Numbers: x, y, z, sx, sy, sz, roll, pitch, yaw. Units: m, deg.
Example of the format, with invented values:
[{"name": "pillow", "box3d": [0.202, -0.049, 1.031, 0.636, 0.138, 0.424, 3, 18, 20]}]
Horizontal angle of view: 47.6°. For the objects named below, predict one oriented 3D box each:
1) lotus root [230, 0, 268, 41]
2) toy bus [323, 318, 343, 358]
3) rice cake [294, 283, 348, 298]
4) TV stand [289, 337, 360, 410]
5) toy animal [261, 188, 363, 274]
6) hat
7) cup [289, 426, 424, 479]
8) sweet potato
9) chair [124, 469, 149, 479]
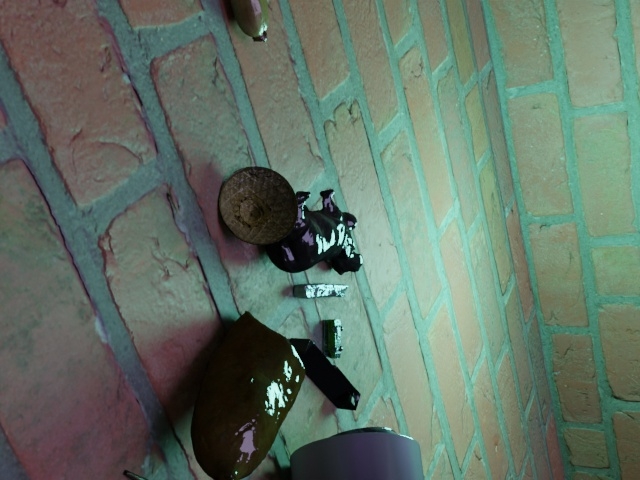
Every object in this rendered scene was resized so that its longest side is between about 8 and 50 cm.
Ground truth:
[{"name": "lotus root", "box3d": [-0.130, -0.428, 1.299, 0.073, 0.062, 0.150, -51, 131, -59]}, {"name": "toy bus", "box3d": [0.026, 0.210, 1.554, 0.031, 0.037, 0.083, 7, 83, -61]}, {"name": "rice cake", "box3d": [0.007, 0.105, 1.522, 0.180, 0.042, 0.030, 5, 86, -59]}, {"name": "TV stand", "box3d": [0.010, 0.280, 1.510, 0.256, 0.049, 0.040, 55, 44, -44]}, {"name": "toy animal", "box3d": [0.002, -0.016, 1.465, 0.343, 0.106, 0.168, 7, 81, -63]}, {"name": "hat", "box3d": [-0.117, -0.054, 1.304, 0.146, 0.067, 0.146, 5, 74, -18]}, {"name": "cup", "box3d": [0.076, 0.545, 1.319, 0.253, 0.253, 0.372, 45, 33, -50]}, {"name": "sweet potato", "box3d": [-0.125, 0.253, 1.149, 0.370, 0.157, 0.158, -63, 140, -57]}, {"name": "chair", "box3d": [-0.166, 0.462, 1.059, 0.272, 0.188, 0.166, 45, 51, -46]}]
